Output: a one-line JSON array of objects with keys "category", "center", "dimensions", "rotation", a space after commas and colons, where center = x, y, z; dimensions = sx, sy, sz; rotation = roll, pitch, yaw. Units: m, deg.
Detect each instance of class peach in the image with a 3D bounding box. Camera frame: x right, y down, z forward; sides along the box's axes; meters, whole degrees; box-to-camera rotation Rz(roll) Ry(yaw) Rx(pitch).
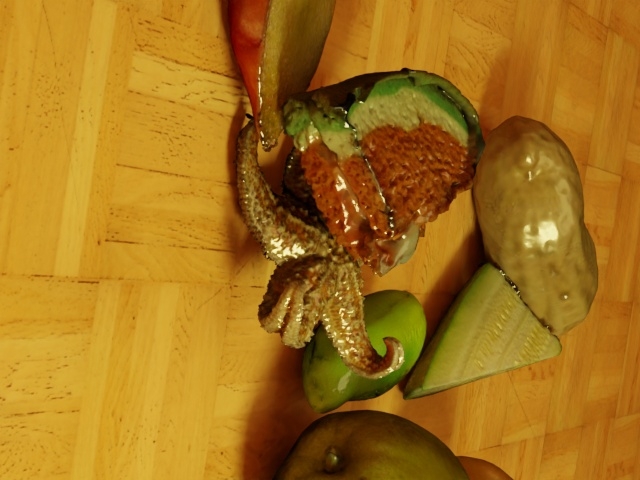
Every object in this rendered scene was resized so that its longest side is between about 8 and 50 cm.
[{"category": "peach", "center": [-0.043, -0.232, 1.517], "dimensions": [0.189, 0.068, 0.279], "rotation": [14, 92, -67]}]

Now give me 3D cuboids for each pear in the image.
[{"category": "pear", "center": [0.059, 0.333, 1.713], "dimensions": [0.269, 0.269, 0.321], "rotation": [-66, 145, -28]}]

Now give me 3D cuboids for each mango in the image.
[{"category": "mango", "center": [0.046, 0.138, 1.773], "dimensions": [0.233, 0.111, 0.125], "rotation": [-41, 131, -48]}]

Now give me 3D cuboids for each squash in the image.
[{"category": "squash", "center": [0.215, 0.188, 2.119], "dimensions": [0.203, 0.111, 0.289], "rotation": [49, 43, -18]}]

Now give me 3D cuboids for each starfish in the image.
[{"category": "starfish", "center": [0.004, -0.002, 1.629], "dimensions": [0.312, 0.113, 0.303], "rotation": [26, 57, -61]}]

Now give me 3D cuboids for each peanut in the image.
[{"category": "peanut", "center": [0.324, -0.017, 2.219], "dimensions": [0.192, 0.169, 0.387], "rotation": [-75, 157, -48]}]

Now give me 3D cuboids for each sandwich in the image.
[{"category": "sandwich", "center": [0.069, -0.085, 1.569], "dimensions": [0.292, 0.109, 0.212], "rotation": [-32, 114, -52]}]

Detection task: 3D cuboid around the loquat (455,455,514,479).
[{"category": "loquat", "center": [0.187, 0.406, 2.012], "dimensions": [0.235, 0.235, 0.235], "rotation": [-31, 126, -57]}]
